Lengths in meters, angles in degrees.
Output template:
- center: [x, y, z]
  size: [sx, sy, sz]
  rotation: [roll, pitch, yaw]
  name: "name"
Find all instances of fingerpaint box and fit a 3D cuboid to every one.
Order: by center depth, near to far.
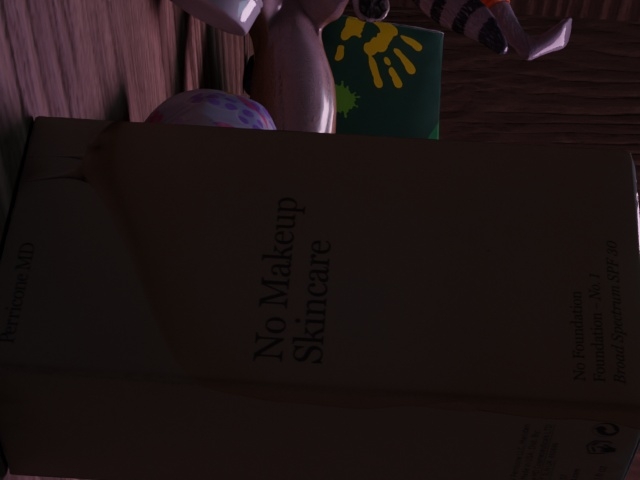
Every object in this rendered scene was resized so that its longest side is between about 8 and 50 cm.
- center: [0.000, 0.000, 1.679]
  size: [0.445, 0.163, 0.371]
  rotation: [131, -36, -68]
  name: "fingerpaint box"

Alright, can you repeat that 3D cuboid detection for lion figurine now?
- center: [-0.030, -0.141, 1.341]
  size: [0.240, 0.142, 0.392]
  rotation: [-171, -90, -74]
  name: "lion figurine"

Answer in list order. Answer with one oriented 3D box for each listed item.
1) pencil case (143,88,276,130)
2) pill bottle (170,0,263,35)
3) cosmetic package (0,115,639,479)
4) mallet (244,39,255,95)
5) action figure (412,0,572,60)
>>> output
- center: [-0.088, -0.001, 0.962]
  size: [0.124, 0.113, 0.273]
  rotation: [-49, -164, 24]
  name: "pencil case"
- center: [-0.052, -0.260, 1.153]
  size: [0.180, 0.108, 0.108]
  rotation: [-62, 177, -5]
  name: "pill bottle"
- center: [0.000, 0.037, 0.735]
  size: [0.113, 0.309, 0.160]
  rotation: [93, 0, -54]
  name: "cosmetic package"
- center: [-0.090, -0.289, 2.005]
  size: [0.062, 0.039, 0.190]
  rotation: [-83, 173, -49]
  name: "mallet"
- center: [0.051, -0.299, 1.339]
  size: [0.178, 0.330, 0.341]
  rotation: [-64, 152, -13]
  name: "action figure"
